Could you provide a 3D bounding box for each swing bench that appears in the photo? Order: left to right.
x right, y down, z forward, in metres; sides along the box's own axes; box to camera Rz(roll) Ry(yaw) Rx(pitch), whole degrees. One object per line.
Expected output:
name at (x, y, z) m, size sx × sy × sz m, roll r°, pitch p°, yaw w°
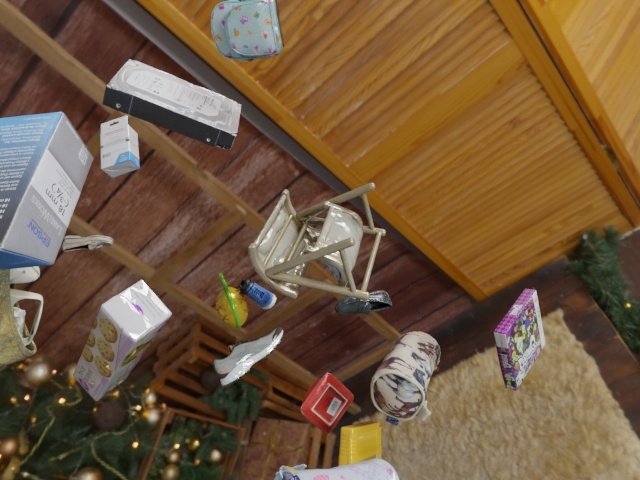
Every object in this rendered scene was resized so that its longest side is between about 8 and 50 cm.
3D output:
swing bench at (0.000, 0.000, 1.130) m, size 0.254 × 0.165 × 0.253 m, roll -3°, pitch 35°, yaw 21°

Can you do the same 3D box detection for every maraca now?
maraca at (-0.290, 0.195, 1.533) m, size 0.099 × 0.186 × 0.127 m, roll -20°, pitch 9°, yaw -18°

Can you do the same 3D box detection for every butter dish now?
butter dish at (0.003, 0.541, 1.627) m, size 0.160 × 0.160 × 0.118 m, roll -51°, pitch 24°, yaw -19°

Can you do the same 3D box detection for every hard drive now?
hard drive at (-0.391, -0.377, 1.319) m, size 0.064 × 0.338 × 0.237 m, roll -60°, pitch 21°, yaw 31°

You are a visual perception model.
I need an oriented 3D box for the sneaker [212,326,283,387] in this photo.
sneaker at (-0.231, 0.360, 1.570) m, size 0.271 × 0.108 × 0.100 m, roll -33°, pitch -10°, yaw -33°

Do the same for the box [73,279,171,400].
box at (-0.304, 0.161, 0.711) m, size 0.063 × 0.067 × 0.324 m, roll -39°, pitch -3°, yaw -43°

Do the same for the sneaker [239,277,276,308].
sneaker at (-0.203, 0.162, 1.492) m, size 0.058 × 0.084 × 0.152 m, roll -55°, pitch 34°, yaw -8°

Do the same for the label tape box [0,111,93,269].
label tape box at (-0.497, -0.028, 0.671) m, size 0.240 × 0.106 × 0.334 m, roll -5°, pitch 52°, yaw 4°

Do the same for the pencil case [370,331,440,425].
pencil case at (0.288, 0.425, 1.540) m, size 0.160 × 0.183 × 0.410 m, roll -47°, pitch -9°, yaw 21°

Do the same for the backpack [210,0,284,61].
backpack at (-0.204, -0.575, 1.301) m, size 0.188 × 0.166 × 0.144 m, roll -6°, pitch 30°, yaw 4°

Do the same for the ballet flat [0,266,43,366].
ballet flat at (-0.626, 0.098, 0.963) m, size 0.123 × 0.123 × 0.349 m, roll -130°, pitch 47°, yaw -58°

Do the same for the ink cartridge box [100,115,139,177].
ink cartridge box at (-0.303, -0.142, 0.721) m, size 0.048 × 0.028 × 0.083 m, roll -15°, pitch 66°, yaw 7°

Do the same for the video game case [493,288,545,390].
video game case at (0.604, 0.295, 1.440) m, size 0.041 × 0.210 × 0.232 m, roll 4°, pitch 32°, yaw 46°

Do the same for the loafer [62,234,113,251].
loafer at (-0.606, 0.012, 1.246) m, size 0.045 × 0.125 × 0.039 m, roll 96°, pitch 173°, yaw -60°

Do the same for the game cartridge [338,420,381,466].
game cartridge at (0.122, 0.719, 1.426) m, size 0.052 × 0.285 × 0.324 m, roll -1°, pitch 75°, yaw 25°

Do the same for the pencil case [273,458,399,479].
pencil case at (0.035, 0.503, 0.949) m, size 0.124 × 0.273 × 0.114 m, roll 36°, pitch 107°, yaw 53°

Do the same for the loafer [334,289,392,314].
loafer at (0.163, 0.240, 1.781) m, size 0.078 × 0.223 × 0.076 m, roll -119°, pitch 28°, yaw -46°
